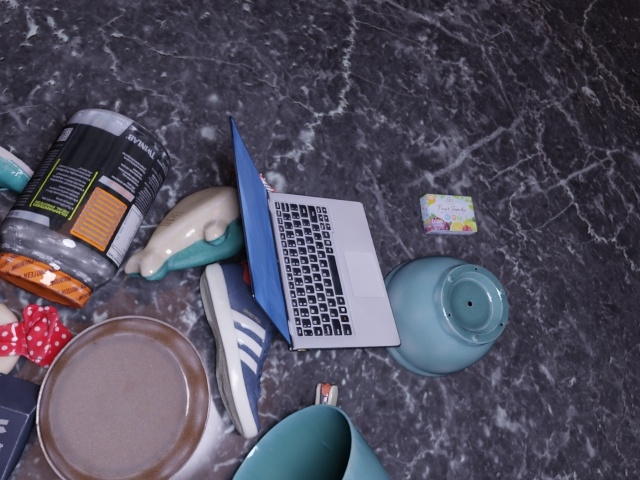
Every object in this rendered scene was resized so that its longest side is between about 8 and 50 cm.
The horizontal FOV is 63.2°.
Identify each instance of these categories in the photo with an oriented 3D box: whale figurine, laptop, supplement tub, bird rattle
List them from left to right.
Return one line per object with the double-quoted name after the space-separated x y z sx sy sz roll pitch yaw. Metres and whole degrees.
-0.591 0.166 0.914 0.253 0.143 0.206 42 75 -19 "bird rattle"
-0.439 -0.059 0.969 0.207 0.207 0.337 26 66 -12 "supplement tub"
-0.251 0.005 1.041 0.272 0.216 0.141 -47 123 -34 "whale figurine"
0.000 0.000 1.040 0.409 0.236 0.381 4 57 -26 "laptop"

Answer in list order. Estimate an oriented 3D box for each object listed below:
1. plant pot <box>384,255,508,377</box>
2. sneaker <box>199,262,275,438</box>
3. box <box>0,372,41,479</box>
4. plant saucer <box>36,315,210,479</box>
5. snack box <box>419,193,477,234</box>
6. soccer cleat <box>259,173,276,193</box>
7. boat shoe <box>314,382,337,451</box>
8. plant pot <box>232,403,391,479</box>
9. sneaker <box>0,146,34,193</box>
0.299 0.159 1.195 0.294 0.196 0.292 6 71 -19 "plant pot"
-0.136 0.207 1.048 0.148 0.131 0.349 -7 79 -25 "sneaker"
-0.557 0.299 0.839 0.159 0.093 0.155 24 98 -13 "box"
-0.346 0.293 0.939 0.311 0.050 0.310 14 67 -38 "plant saucer"
0.336 -0.067 1.369 0.141 0.037 0.100 1 72 -21 "snack box"
-0.139 -0.126 1.208 0.083 0.029 0.035 44 59 -9 "soccer cleat"
0.002 0.371 1.098 0.043 0.049 0.136 3 69 24 "boat shoe"
0.010 0.489 0.937 0.235 0.293 0.293 50 62 -18 "plant pot"
-0.685 -0.140 0.961 0.303 0.108 0.120 23 67 -4 "sneaker"
